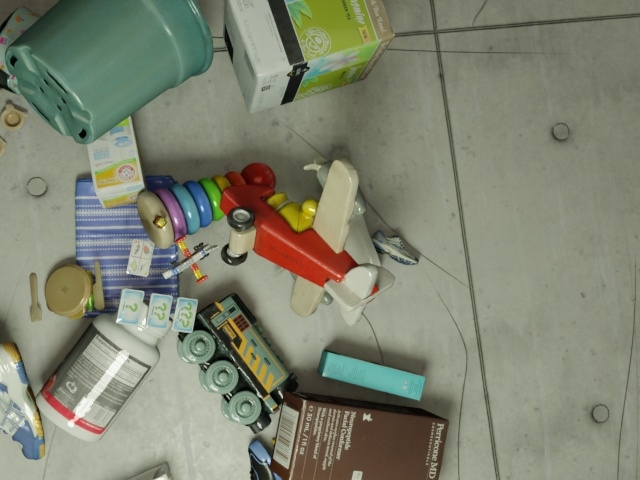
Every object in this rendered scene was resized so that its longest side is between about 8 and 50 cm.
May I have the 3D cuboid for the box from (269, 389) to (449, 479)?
[{"bbox_3d":[0.092,0.472,1.835,0.381,0.143,0.191,12,86,-24],"label":"box"}]

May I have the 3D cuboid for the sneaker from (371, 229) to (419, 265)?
[{"bbox_3d":[0.189,0.016,1.974,0.135,0.052,0.058,27,77,-6],"label":"sneaker"}]

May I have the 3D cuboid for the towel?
[{"bbox_3d":[-0.459,0.013,1.888,0.243,0.040,0.336,-1,86,-7],"label":"towel"}]

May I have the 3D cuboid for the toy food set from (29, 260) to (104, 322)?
[{"bbox_3d":[-0.584,0.120,1.850,0.192,0.038,0.132,-10,79,14],"label":"toy food set"}]

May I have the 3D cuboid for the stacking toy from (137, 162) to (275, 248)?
[{"bbox_3d":[-0.255,-0.103,1.867,0.330,0.141,0.141,-25,90,-26],"label":"stacking toy"}]

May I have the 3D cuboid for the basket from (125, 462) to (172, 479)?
[{"bbox_3d":[-0.410,0.599,1.814,0.167,0.113,0.103,-22,93,-9],"label":"basket"}]

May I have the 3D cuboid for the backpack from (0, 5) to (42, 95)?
[{"bbox_3d":[-0.679,-0.433,1.826,0.144,0.166,0.188,23,86,-7],"label":"backpack"}]

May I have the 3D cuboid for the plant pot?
[{"bbox_3d":[-0.469,-0.405,1.725,0.341,0.341,0.334,43,65,-3],"label":"plant pot"}]

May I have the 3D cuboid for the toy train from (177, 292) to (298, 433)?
[{"bbox_3d":[-0.195,0.284,1.861,0.190,0.142,0.334,-37,92,-18],"label":"toy train"}]

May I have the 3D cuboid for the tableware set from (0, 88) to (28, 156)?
[{"bbox_3d":[-0.784,-0.278,1.873,0.141,0.020,0.169,32,82,-5],"label":"tableware set"}]

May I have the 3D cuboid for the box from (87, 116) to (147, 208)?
[{"bbox_3d":[-0.475,-0.191,1.843,0.114,0.103,0.203,-12,71,-9],"label":"box"}]

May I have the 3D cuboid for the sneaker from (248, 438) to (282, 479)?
[{"bbox_3d":[-0.133,0.589,1.868,0.090,0.081,0.232,-24,91,-16],"label":"sneaker"}]

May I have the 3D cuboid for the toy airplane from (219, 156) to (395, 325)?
[{"bbox_3d":[0.000,0.000,1.765,0.384,0.386,0.272,59,43,-22],"label":"toy airplane"}]

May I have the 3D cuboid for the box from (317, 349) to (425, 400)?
[{"bbox_3d":[0.121,0.324,1.915,0.244,0.100,0.060,15,84,-6],"label":"box"}]

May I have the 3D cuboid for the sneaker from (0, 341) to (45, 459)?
[{"bbox_3d":[-0.697,0.366,1.753,0.131,0.112,0.296,-19,113,-21],"label":"sneaker"}]

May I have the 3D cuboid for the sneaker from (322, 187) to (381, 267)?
[{"bbox_3d":[0.042,-0.032,1.927,0.123,0.106,0.290,-23,90,-12],"label":"sneaker"}]

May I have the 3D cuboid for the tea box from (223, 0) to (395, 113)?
[{"bbox_3d":[-0.041,-0.474,1.837,0.323,0.329,0.220,-20,88,-9],"label":"tea box"}]

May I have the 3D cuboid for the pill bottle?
[{"bbox_3d":[-0.475,0.276,1.789,0.176,0.176,0.318,37,84,-4],"label":"pill bottle"}]

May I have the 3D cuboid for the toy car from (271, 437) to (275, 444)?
[{"bbox_3d":[-0.079,0.531,1.900,0.122,0.040,0.060,36,82,-4],"label":"toy car"}]

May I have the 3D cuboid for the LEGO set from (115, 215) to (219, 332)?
[{"bbox_3d":[-0.330,0.075,1.730,0.182,0.060,0.244,13,87,-32],"label":"LEGO set"}]
